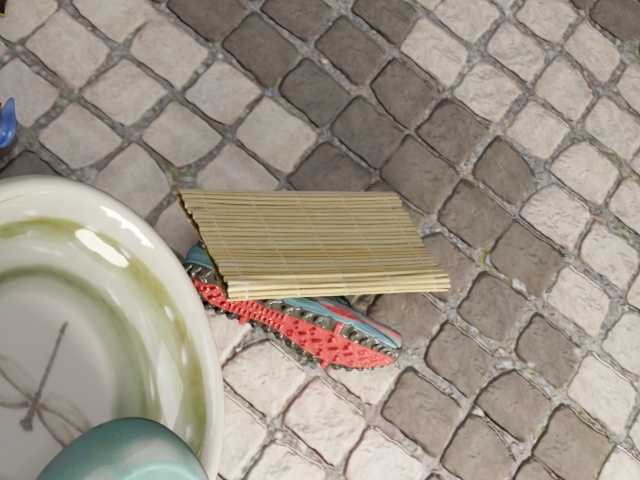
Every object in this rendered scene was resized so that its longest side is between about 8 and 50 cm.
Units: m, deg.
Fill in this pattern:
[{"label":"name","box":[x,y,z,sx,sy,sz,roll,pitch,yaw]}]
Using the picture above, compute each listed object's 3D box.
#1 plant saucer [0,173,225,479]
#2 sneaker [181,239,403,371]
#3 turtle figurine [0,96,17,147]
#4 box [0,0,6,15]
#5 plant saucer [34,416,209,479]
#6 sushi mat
[{"label":"plant saucer","box":[-0.259,0.139,1.136,0.400,0.101,0.400,26,57,-47]},{"label":"sneaker","box":[-0.016,0.047,1.309,0.262,0.104,0.125,28,59,-6]},{"label":"turtle figurine","box":[-0.463,-0.180,1.203,0.275,0.198,0.266,-24,69,-38]},{"label":"box","box":[-0.465,-0.439,1.388,0.257,0.079,0.322,11,65,-15]},{"label":"plant saucer","box":[-0.173,0.317,1.048,0.044,0.317,0.317,4,58,29]},{"label":"sushi mat","box":[0.000,0.000,1.303,0.317,0.019,0.151,-1,47,-39]}]
